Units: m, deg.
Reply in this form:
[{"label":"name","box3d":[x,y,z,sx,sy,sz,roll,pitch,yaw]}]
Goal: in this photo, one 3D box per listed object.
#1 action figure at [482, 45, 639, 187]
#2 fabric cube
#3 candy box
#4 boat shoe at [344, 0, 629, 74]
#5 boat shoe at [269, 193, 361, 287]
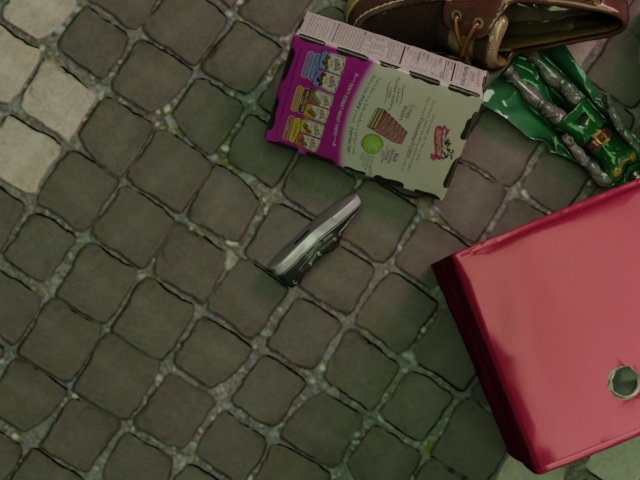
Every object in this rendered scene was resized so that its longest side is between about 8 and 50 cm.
[{"label":"action figure","box3d":[0.324,-0.143,1.728,0.232,0.063,0.137,44,84,-2]},{"label":"fabric cube","box3d":[0.300,0.094,1.611,0.254,0.259,0.258,-21,87,-1]},{"label":"candy box","box3d":[0.066,-0.161,1.677,0.233,0.071,0.159,20,127,0]},{"label":"boat shoe","box3d":[0.197,-0.264,1.668,0.342,0.123,0.123,-5,52,6]},{"label":"boat shoe","box3d":[0.000,0.000,1.721,0.142,0.049,0.040,-42,107,-2]}]
